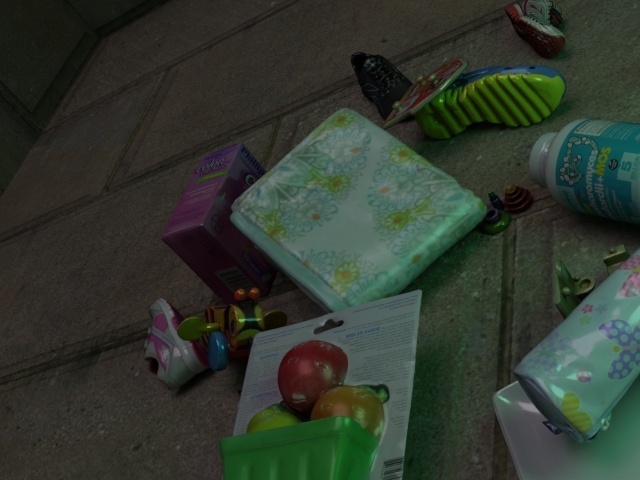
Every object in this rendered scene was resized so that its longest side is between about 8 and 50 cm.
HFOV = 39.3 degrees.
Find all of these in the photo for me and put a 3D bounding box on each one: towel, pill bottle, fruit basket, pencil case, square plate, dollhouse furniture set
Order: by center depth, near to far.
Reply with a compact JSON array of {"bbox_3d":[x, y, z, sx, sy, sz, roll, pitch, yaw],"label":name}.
[{"bbox_3d":[0.398,0.235,1.046,0.347,0.049,0.344,-30,32,15],"label":"square plate"},{"bbox_3d":[0.361,0.115,1.081,0.273,0.113,0.124,-44,40,-7],"label":"pencil case"},{"bbox_3d":[0.402,0.048,1.203,0.151,0.123,0.144,-23,36,26],"label":"dollhouse furniture set"},{"bbox_3d":[0.002,0.256,1.320,0.327,0.165,0.353,-19,38,31],"label":"fruit basket"},{"bbox_3d":[0.439,-0.104,1.336,0.146,0.146,0.264,-49,32,-15],"label":"pill bottle"},{"bbox_3d":[0.050,-0.050,1.572,0.320,0.090,0.374,-42,53,-8],"label":"towel"}]

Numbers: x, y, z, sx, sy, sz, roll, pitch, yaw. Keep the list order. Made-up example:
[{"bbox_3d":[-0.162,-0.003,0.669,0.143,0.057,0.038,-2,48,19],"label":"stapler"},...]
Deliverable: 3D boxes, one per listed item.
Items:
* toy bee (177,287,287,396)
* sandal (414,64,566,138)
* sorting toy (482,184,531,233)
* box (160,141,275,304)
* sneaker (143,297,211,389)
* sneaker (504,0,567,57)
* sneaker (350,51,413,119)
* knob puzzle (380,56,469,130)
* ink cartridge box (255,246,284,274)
[{"bbox_3d":[-0.134,0.154,1.599,0.298,0.162,0.195,13,15,43],"label":"toy bee"},{"bbox_3d":[0.327,-0.290,1.716,0.317,0.126,0.138,0,45,44],"label":"sandal"},{"bbox_3d":[0.306,-0.061,1.518,0.102,0.042,0.061,-41,31,-2],"label":"sorting toy"},{"bbox_3d":[-0.177,-0.034,1.828,0.117,0.213,0.243,-16,38,34],"label":"box"},{"bbox_3d":[-0.306,0.203,1.773,0.111,0.103,0.252,-40,31,-3],"label":"sneaker"},{"bbox_3d":[0.448,-0.445,1.810,0.092,0.088,0.225,-32,33,11],"label":"sneaker"},{"bbox_3d":[0.138,-0.346,1.995,0.101,0.106,0.267,-40,33,-3],"label":"sneaker"},{"bbox_3d":[0.208,-0.305,1.745,0.213,0.030,0.213,-39,14,11],"label":"knob puzzle"},{"bbox_3d":[0.000,0.000,1.714,0.160,0.092,0.219,-51,33,-15],"label":"ink cartridge box"}]
